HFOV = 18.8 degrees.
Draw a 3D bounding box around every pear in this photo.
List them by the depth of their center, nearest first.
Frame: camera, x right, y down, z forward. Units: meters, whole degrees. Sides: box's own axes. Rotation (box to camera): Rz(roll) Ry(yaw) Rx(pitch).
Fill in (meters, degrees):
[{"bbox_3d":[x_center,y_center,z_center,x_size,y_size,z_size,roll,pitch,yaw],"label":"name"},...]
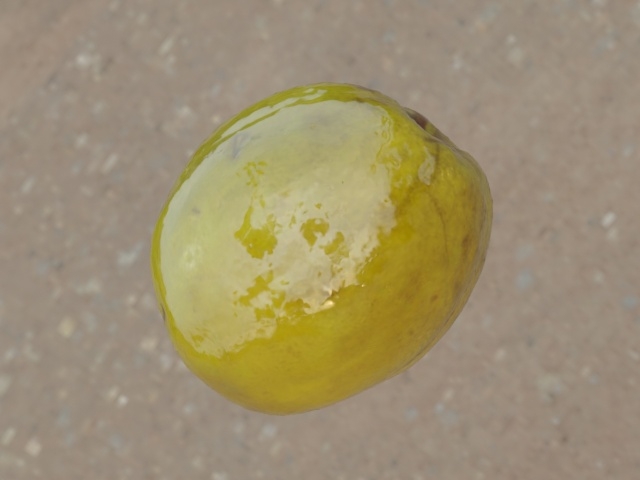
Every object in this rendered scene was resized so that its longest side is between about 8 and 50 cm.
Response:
[{"bbox_3d":[0.000,0.000,0.901,0.162,0.149,0.149,-40,34,18],"label":"pear"}]
